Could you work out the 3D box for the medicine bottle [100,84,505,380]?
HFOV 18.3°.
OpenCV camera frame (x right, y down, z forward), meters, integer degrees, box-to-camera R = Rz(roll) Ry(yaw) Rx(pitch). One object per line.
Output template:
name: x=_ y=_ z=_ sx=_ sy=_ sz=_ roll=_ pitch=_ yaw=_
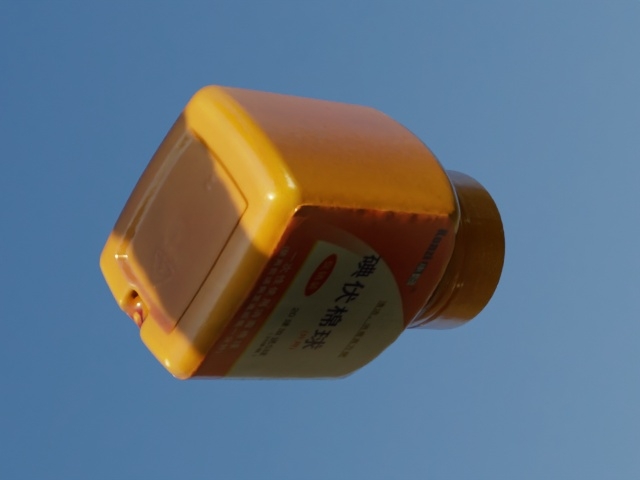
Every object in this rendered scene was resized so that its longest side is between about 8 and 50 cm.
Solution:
medicine bottle: x=0.000 y=0.001 z=1.169 sx=0.222 sy=0.112 sz=0.149 roll=4 pitch=-51 yaw=-44
